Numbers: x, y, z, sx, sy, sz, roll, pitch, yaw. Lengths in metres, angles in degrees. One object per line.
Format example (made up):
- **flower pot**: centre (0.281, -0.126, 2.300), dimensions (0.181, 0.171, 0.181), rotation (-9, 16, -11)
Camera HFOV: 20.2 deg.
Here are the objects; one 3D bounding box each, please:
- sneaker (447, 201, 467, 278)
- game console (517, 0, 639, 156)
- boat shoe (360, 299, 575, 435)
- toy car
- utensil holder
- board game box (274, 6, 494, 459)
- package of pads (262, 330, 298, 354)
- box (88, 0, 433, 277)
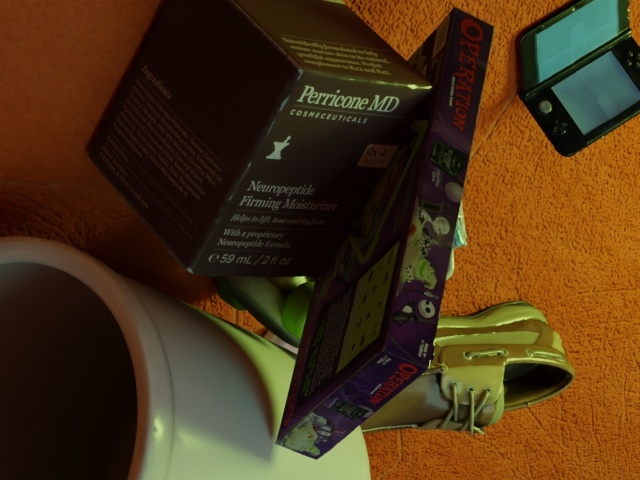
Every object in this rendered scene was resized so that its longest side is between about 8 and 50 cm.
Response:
- **sneaker**: centre (0.123, -0.035, 1.827), dimensions (0.071, 0.083, 0.191), rotation (-25, 141, -22)
- **game console**: centre (0.279, -0.177, 1.831), dimensions (0.144, 0.124, 0.085), rotation (-31, 171, -16)
- **boat shoe**: centre (0.162, 0.157, 2.045), dimensions (0.324, 0.120, 0.123), rotation (-16, 138, -34)
- **toy car**: centre (0.000, 0.000, 1.693), dimensions (0.188, 0.155, 0.149), rotation (-51, 148, -10)
- **utensil holder**: centre (-0.176, 0.197, 1.571), dimensions (0.327, 0.327, 0.385), rotation (-49, 149, 9)
- **board game box**: centre (0.056, -0.007, 1.513), dimensions (0.056, 0.347, 0.208), rotation (26, 145, -18)
- **package of pads**: centre (-0.053, 0.130, 1.873), dimensions (0.050, 0.032, 0.083), rotation (13, 118, -53)
- **box**: centre (-0.053, -0.098, 1.497), dimensions (0.168, 0.167, 0.203), rotation (2, 126, -47)
